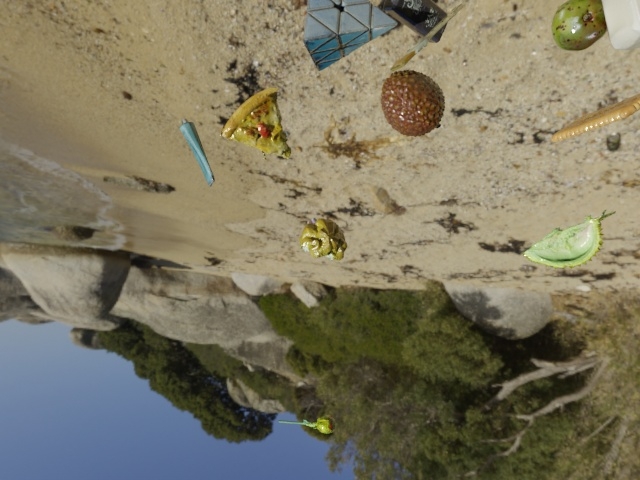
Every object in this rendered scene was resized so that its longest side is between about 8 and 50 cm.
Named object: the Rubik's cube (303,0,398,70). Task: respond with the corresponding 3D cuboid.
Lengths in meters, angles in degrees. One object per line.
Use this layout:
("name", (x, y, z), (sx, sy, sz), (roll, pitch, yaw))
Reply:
("Rubik's cube", (0.038, -0.637, 1.212), (0.228, 0.233, 0.229), (26, -164, -44))

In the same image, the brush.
("brush", (0.338, -0.631, 1.255), (0.020, 0.336, 0.085), (49, 163, -19))

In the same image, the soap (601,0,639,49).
("soap", (0.482, -0.382, 0.593), (0.121, 0.183, 0.064), (-9, 175, 3))

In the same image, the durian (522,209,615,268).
("durian", (0.608, 0.007, 0.982), (0.215, 0.086, 0.100), (-34, 117, 27))

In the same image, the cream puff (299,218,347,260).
("cream puff", (0.017, -0.003, 1.248), (0.156, 0.121, 0.156), (20, -175, -2))

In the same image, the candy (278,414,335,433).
("candy", (-0.029, 0.384, 0.860), (0.122, 0.035, 0.035), (0, 169, 10))

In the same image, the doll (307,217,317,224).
("doll", (0.000, 0.000, 1.409), (0.075, 0.102, 0.227), (-7, -150, -22))

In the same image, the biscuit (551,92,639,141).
("biscuit", (0.784, -0.345, 1.127), (0.160, 0.030, 0.249), (-31, -175, -13))

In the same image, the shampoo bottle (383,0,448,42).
("shampoo bottle", (0.285, -0.745, 1.297), (0.309, 0.098, 0.071), (11, -158, -37))

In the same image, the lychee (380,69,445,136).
("lychee", (0.286, -0.414, 1.250), (0.238, 0.200, 0.200), (30, 157, -32))

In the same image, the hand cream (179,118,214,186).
("hand cream", (-0.391, -0.284, 1.305), (0.048, 0.224, 0.083), (-24, -177, -26))

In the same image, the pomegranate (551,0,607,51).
("pomegranate", (0.572, -0.479, 0.909), (0.114, 0.115, 0.142), (-1, -163, 15))

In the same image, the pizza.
("pizza", (-0.202, -0.427, 1.589), (0.287, 0.280, 0.075), (39, -176, -33))
